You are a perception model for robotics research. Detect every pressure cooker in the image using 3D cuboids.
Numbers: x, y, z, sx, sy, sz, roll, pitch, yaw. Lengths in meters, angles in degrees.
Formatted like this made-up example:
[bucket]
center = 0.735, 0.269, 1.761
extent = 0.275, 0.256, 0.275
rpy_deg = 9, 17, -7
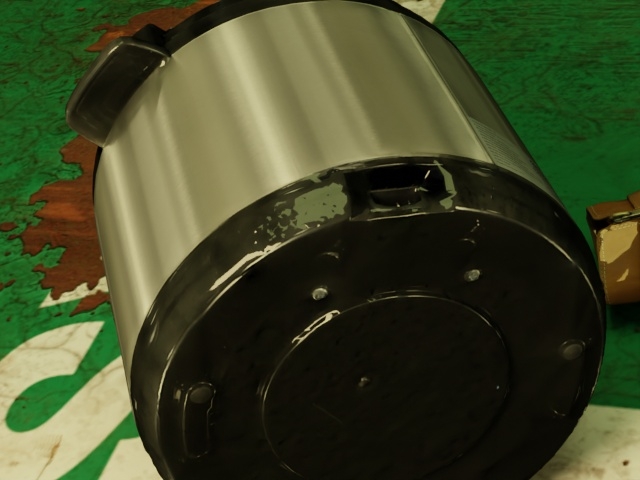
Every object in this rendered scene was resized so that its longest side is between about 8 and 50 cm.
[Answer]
[pressure cooker]
center = 0.005, -0.004, 1.166
extent = 0.375, 0.370, 0.420
rpy_deg = -15, 39, -6

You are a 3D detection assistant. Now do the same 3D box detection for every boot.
[boot]
center = 0.352, 0.019, 1.224
extent = 0.220, 0.109, 0.283
rpy_deg = -10, 34, 5
